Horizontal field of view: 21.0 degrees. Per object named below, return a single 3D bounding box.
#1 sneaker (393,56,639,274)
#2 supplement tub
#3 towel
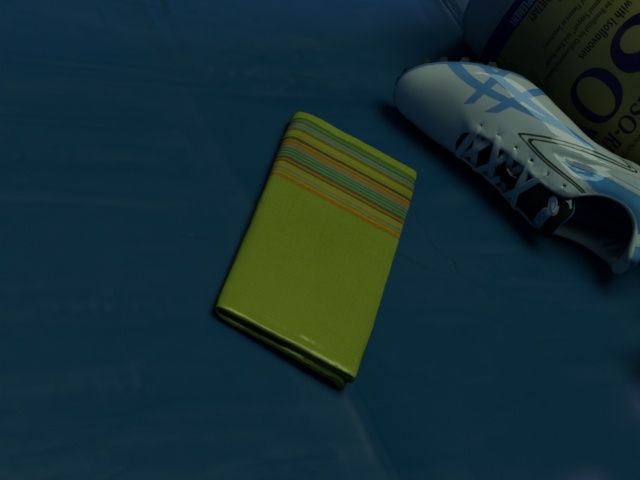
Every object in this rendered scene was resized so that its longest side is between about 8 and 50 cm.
[{"bbox_3d":[0.159,-0.059,1.318,0.237,0.085,0.086,31,46,-4],"label":"sneaker"},{"bbox_3d":[0.306,-0.146,1.406,0.331,0.241,0.241,44,35,8],"label":"supplement tub"},{"bbox_3d":[0.000,0.000,1.165,0.102,0.021,0.237,28,37,-6],"label":"towel"}]
